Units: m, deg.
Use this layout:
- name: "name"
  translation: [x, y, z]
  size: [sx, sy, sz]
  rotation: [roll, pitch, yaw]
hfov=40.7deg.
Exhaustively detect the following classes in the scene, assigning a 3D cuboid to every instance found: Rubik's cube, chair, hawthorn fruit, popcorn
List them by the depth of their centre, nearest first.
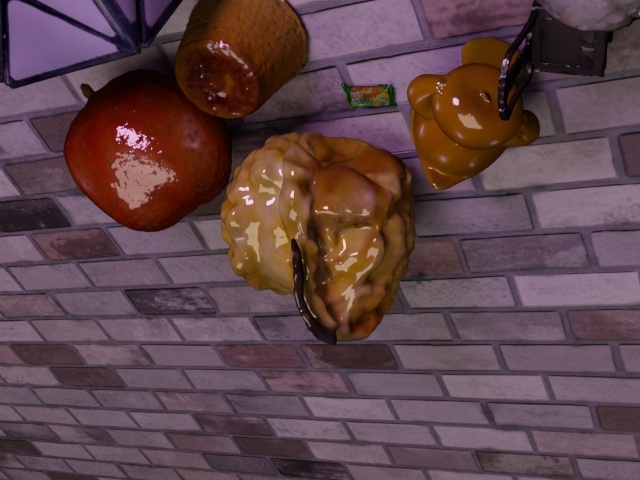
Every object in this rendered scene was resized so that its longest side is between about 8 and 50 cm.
- name: "chair"
  translation: [0.312, -0.248, 1.123]
  size: [0.113, 0.229, 0.106]
  rotation: [9, 138, 21]
- name: "Rubik's cube"
  translation: [-0.366, -0.435, 1.192]
  size: [0.307, 0.305, 0.310]
  rotation: [-4, 135, 32]
- name: "popcorn"
  translation: [0.000, 0.000, 1.445]
  size: [0.349, 0.381, 0.349]
  rotation: [1, 137, 1]
- name: "hawthorn fruit"
  translation: [-0.302, -0.163, 1.483]
  size: [0.299, 0.275, 0.275]
  rotation: [45, 136, -6]

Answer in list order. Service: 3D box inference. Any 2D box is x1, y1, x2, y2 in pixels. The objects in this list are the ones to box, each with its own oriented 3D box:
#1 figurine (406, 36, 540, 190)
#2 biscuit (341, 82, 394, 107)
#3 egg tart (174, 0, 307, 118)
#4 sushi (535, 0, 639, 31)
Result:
- name: "figurine"
  translation: [0.218, -0.179, 1.264]
  size: [0.215, 0.215, 0.228]
  rotation: [22, 141, 2]
- name: "biscuit"
  translation: [0.079, -0.235, 1.407]
  size: [0.089, 0.016, 0.046]
  rotation: [3, 135, 22]
- name: "egg tart"
  translation: [-0.131, -0.285, 1.353]
  size: [0.203, 0.147, 0.202]
  rotation: [12, 139, 10]
- name: "sushi"
  translation: [0.385, -0.386, 0.963]
  size: [0.234, 0.207, 0.348]
  rotation: [29, 144, -17]
